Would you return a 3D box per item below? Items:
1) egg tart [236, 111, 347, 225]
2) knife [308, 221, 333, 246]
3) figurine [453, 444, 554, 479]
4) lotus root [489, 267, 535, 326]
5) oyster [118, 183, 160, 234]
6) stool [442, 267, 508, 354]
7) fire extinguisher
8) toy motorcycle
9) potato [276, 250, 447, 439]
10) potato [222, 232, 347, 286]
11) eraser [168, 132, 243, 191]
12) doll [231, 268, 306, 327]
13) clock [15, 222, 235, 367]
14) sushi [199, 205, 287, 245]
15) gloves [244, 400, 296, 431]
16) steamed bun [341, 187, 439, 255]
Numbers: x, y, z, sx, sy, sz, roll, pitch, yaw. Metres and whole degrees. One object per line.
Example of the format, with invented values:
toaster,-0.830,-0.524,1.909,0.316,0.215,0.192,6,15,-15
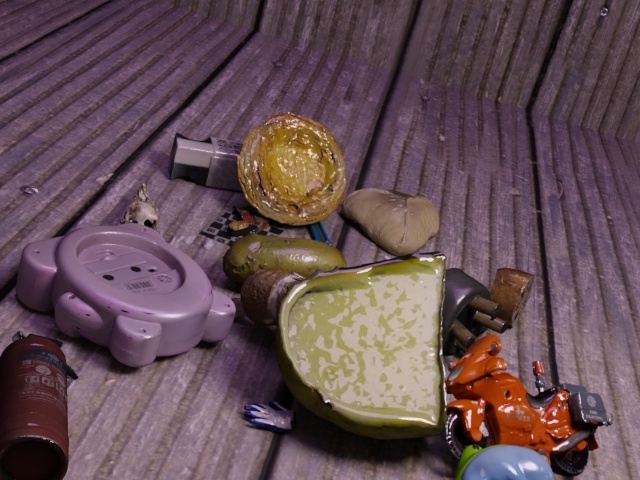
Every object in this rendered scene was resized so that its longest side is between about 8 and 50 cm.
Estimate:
egg tart,-0.073,-0.156,2.400,0.291,0.107,0.290,10,66,-25
knife,0.000,-0.002,2.325,0.044,0.026,0.296,-3,29,-12
figurine,0.265,0.404,1.509,0.162,0.143,0.263,7,42,-3
lotus root,0.389,0.116,2.193,0.081,0.122,0.112,20,33,13
oyster,-0.367,-0.035,2.166,0.106,0.061,0.200,34,27,-3
stool,0.283,0.142,2.035,0.139,0.153,0.228,33,29,33
fire extinguisher,-0.404,0.226,1.531,0.138,0.102,0.344,41,12,-28
toy motorcycle,0.328,0.273,1.762,0.326,0.148,0.221,12,62,-30
potato,0.063,0.197,1.762,0.280,0.212,0.330,4,56,-3
potato,-0.066,0.050,2.050,0.251,0.113,0.149,9,-15,-14
eraser,-0.150,-0.168,2.502,0.404,0.096,0.098,8,27,-16
doll,-0.081,0.106,1.891,0.105,0.114,0.221,-23,13,-39
clock,-0.330,0.089,1.833,0.322,0.113,0.296,34,30,31
sushi,-0.161,-0.035,2.289,0.139,0.031,0.201,21,25,10
gloves,-0.080,0.278,1.687,0.086,0.026,0.064,10,23,-2
steamed bun,0.185,-0.064,2.472,0.212,0.110,0.231,-8,36,-42
